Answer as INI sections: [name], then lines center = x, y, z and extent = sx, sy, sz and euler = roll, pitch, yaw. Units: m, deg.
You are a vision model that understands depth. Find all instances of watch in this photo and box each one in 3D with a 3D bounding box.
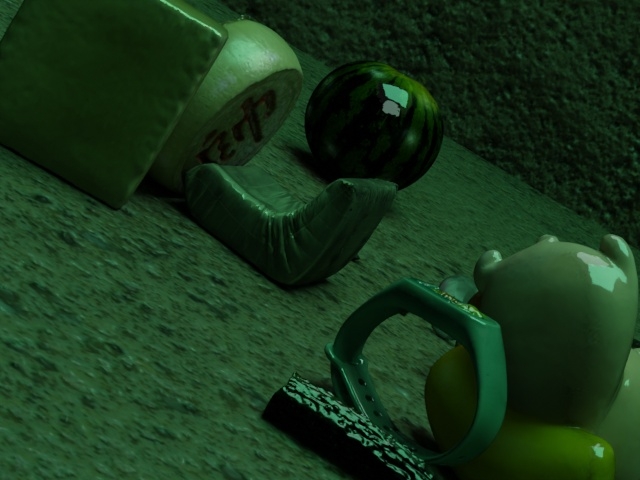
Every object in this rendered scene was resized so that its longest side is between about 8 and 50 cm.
[watch]
center = 0.107, 0.147, 1.563
extent = 0.237, 0.195, 0.068
euler = 31, 12, 40

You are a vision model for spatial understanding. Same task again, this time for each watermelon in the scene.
[watermelon]
center = 0.102, -0.211, 2.654
extent = 0.269, 0.269, 0.269
euler = 31, 14, -8

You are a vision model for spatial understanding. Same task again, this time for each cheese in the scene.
[cheese]
center = -0.282, -0.214, 1.768
extent = 0.242, 0.265, 0.124
euler = 30, 14, -14

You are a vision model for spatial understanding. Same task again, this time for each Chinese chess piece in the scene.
[Chinese chess piece]
center = -0.148, -0.188, 1.967
extent = 0.112, 0.270, 0.270
euler = 46, 17, 13

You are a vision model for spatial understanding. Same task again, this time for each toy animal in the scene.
[toy animal]
center = 0.281, 0.173, 1.633
extent = 0.247, 0.345, 0.277
euler = 8, -7, -38

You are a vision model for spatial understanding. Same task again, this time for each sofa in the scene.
[sofa]
center = -0.044, -0.062, 1.962
extent = 0.225, 0.176, 0.210
euler = 38, 15, 17

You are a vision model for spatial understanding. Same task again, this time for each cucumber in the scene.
[cucumber]
center = 0.032, 0.207, 1.461
extent = 0.187, 0.058, 0.058
euler = 33, 14, 2

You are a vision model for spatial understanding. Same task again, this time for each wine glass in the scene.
[wine glass]
center = 0.209, 0.102, 2.179
extent = 0.073, 0.073, 0.155
euler = 34, 14, 3

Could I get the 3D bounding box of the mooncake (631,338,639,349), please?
[mooncake]
center = 0.481, 0.215, 2.290
extent = 0.228, 0.124, 0.228
euler = 29, 14, -8

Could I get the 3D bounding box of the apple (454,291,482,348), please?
[apple]
center = 0.283, 0.150, 1.901
extent = 0.188, 0.211, 0.211
euler = -2, 30, -28

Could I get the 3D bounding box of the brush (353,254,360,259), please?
[brush]
center = 0.000, 0.000, 2.160
extent = 0.190, 0.027, 0.034
euler = 15, 21, -50

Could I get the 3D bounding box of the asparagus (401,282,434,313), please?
[asparagus]
center = 0.154, 0.089, 2.212
extent = 0.233, 0.023, 0.022
euler = -19, 98, -72
